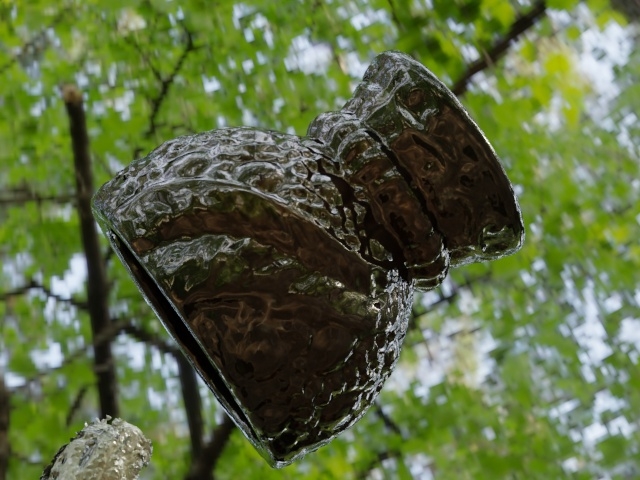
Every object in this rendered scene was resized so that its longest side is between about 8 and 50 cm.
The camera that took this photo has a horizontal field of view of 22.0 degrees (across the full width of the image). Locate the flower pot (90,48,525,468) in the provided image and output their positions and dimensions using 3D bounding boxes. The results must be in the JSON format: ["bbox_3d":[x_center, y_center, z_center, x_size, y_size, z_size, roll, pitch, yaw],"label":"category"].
[{"bbox_3d":[0.000,0.000,1.284,0.267,0.266,0.266,-36,-56,-9],"label":"flower pot"}]

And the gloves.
[{"bbox_3d":[-0.226,0.235,1.523,0.114,0.153,0.070,-16,-52,45],"label":"gloves"}]
